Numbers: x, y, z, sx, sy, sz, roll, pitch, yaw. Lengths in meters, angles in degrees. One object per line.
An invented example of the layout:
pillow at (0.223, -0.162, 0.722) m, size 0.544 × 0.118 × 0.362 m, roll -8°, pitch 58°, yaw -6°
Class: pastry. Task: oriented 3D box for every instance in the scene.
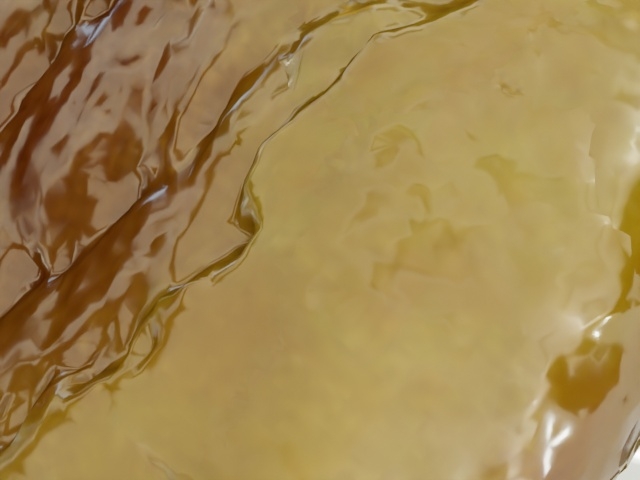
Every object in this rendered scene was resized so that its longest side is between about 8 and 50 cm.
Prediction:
pastry at (-0.033, -0.013, 0.559) m, size 0.356 × 0.164 × 0.356 m, roll -31°, pitch -139°, yaw 31°
